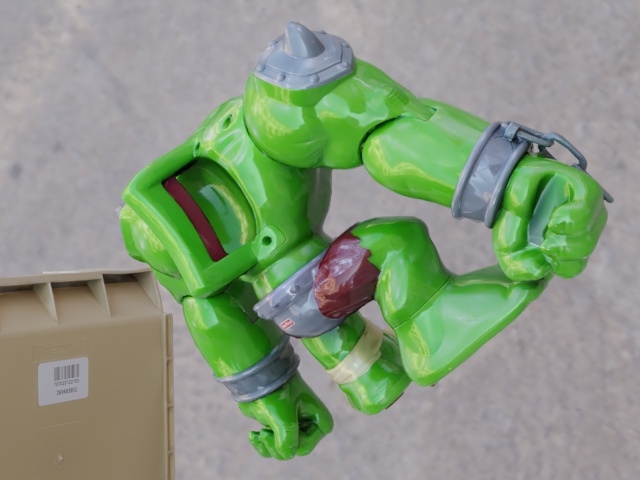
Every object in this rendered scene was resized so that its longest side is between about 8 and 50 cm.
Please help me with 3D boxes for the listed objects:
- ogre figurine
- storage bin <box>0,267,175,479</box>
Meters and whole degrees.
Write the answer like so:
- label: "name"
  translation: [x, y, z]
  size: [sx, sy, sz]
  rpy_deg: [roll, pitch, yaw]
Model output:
- label: "ogre figurine"
  translation: [0.000, 0.000, 0.539]
  size: [0.097, 0.118, 0.197]
  rpy_deg: [-46, 5, -21]
- label: "storage bin"
  translation: [-0.232, 0.154, 1.155]
  size: [0.123, 0.262, 0.260]
  rpy_deg: [-1, 91, 33]
